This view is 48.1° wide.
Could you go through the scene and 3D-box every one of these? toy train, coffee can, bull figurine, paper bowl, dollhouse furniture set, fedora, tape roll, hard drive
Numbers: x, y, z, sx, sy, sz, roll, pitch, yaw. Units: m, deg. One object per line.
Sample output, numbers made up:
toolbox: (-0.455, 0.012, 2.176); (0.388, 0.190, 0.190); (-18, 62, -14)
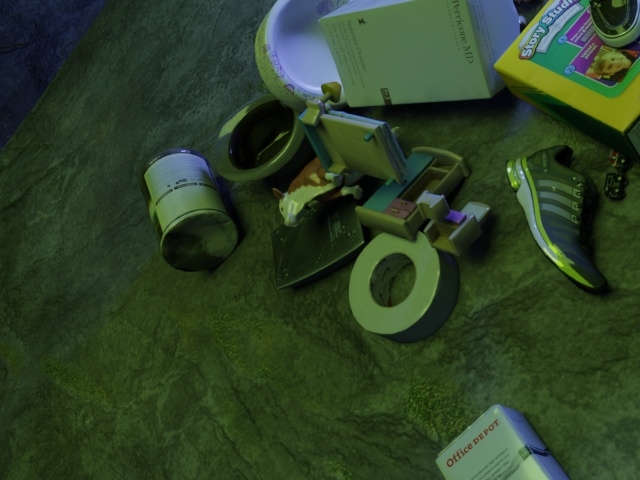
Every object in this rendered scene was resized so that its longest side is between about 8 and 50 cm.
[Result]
toy train: (0.507, -0.144, 1.213); (0.036, 0.027, 0.159); (1, 71, 55)
coffee can: (-0.350, -0.083, 1.888); (0.201, 0.201, 0.275); (-46, 46, 18)
bull figurine: (0.042, -0.145, 1.534); (0.310, 0.101, 0.188); (-44, 29, -20)
paper bowl: (-0.014, -0.437, 1.684); (0.148, 0.284, 0.285); (-13, 59, 69)
dollhouse furniture set: (0.159, -0.173, 1.320); (0.198, 0.303, 0.286); (-47, 39, -19)
fedora: (-0.123, -0.241, 1.800); (0.275, 0.124, 0.244); (-24, 57, 26)
tape roll: (0.160, 0.087, 1.406); (0.219, 0.072, 0.219); (-22, 57, 37)
hard drive: (0.000, 0.000, 1.615); (0.254, 0.054, 0.172); (-29, 52, 30)

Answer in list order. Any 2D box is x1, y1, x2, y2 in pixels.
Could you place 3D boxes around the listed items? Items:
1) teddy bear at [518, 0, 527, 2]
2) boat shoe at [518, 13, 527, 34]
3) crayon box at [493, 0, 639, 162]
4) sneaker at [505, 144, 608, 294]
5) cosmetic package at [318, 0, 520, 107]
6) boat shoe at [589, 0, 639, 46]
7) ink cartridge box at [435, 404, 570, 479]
teddy bear: (0.325, -0.547, 1.543); (0.337, 0.113, 0.245); (-21, 64, 27)
boat shoe: (0.362, -0.421, 1.475); (0.135, 0.050, 0.045); (-18, 47, 35)
crayon box: (0.530, -0.356, 1.216); (0.363, 0.106, 0.313); (-49, 43, 6)
sneaker: (0.413, -0.047, 1.203); (0.121, 0.111, 0.300); (-33, 53, 24)
cosmetic package: (0.204, -0.404, 1.464); (0.156, 0.217, 0.384); (-38, 28, -31)
boat shoe: (0.468, -0.411, 1.173); (0.077, 0.070, 0.220); (-22, 52, 31)
ink cartridge box: (0.299, 0.386, 1.116); (0.153, 0.086, 0.208); (-47, 46, 18)
